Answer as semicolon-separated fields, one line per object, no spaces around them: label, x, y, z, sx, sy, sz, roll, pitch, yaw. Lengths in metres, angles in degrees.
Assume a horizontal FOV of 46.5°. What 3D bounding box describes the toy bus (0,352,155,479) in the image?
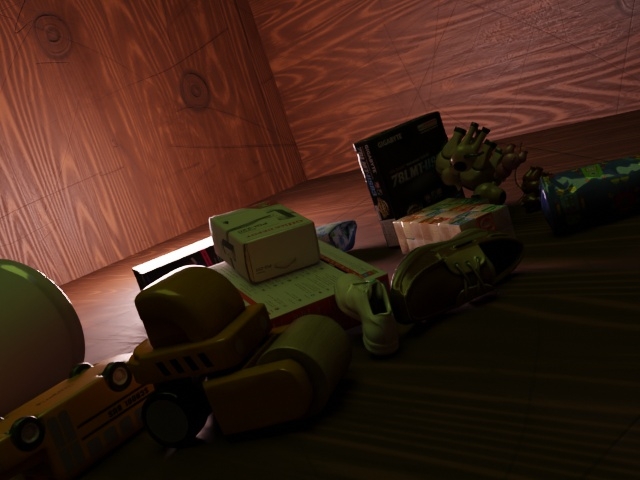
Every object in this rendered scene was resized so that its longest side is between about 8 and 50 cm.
toy bus;-0.388;0.285;1.192;0.108;0.130;0.332;-10;13;36

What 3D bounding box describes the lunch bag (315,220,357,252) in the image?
lunch bag;0.021;-0.004;2.087;0.129;0.096;0.151;-13;22;32

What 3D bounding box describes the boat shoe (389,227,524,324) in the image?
boat shoe;0.252;0.051;1.326;0.120;0.122;0.324;-3;19;46

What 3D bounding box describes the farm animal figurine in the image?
farm animal figurine;0.391;-0.168;1.855;0.330;0.172;0.327;25;7;-32

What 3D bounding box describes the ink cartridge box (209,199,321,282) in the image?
ink cartridge box;-0.119;-0.003;1.533;0.158;0.092;0.218;-18;24;-22

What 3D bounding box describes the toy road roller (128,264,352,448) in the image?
toy road roller;-0.140;0.152;1.137;0.329;0.241;0.202;-15;11;21

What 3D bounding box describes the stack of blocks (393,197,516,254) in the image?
stack of blocks;0.318;-0.030;1.714;0.171;0.087;0.297;-22;11;-19

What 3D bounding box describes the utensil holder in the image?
utensil holder;-0.695;0.247;1.408;0.327;0.328;0.385;-15;13;21

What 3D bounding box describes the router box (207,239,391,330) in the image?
router box;-0.074;0.103;1.483;0.301;0.082;0.335;-19;22;-24

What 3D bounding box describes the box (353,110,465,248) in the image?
box;0.248;-0.165;1.974;0.295;0.293;0.073;-26;13;-39

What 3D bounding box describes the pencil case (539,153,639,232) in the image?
pencil case;0.609;-0.115;1.548;0.306;0.119;0.133;-17;40;9

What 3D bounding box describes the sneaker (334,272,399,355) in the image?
sneaker;0.082;0.097;1.262;0.080;0.094;0.212;-11;31;-16

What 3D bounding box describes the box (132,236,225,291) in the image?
box;-0.368;0.099;2.096;0.270;0.143;0.165;-23;12;-20
